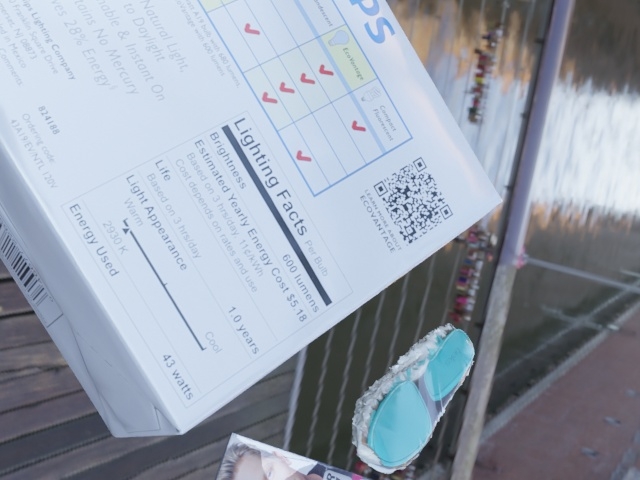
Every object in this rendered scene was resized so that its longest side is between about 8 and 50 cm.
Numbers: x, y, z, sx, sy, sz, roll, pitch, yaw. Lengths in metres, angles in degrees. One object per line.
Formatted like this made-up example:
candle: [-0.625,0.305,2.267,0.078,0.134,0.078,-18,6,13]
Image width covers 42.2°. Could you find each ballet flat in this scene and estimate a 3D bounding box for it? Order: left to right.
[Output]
ballet flat: [0.148,0.287,1.484,0.409,0.147,0.147,-32,131,-51]

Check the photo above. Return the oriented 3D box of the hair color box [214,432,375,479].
hair color box: [-0.061,0.561,1.797,0.105,0.347,0.174,114,-5,-63]

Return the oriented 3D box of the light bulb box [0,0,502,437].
light bulb box: [-0.100,-0.074,0.738,0.361,0.225,0.358,-32,93,-29]
